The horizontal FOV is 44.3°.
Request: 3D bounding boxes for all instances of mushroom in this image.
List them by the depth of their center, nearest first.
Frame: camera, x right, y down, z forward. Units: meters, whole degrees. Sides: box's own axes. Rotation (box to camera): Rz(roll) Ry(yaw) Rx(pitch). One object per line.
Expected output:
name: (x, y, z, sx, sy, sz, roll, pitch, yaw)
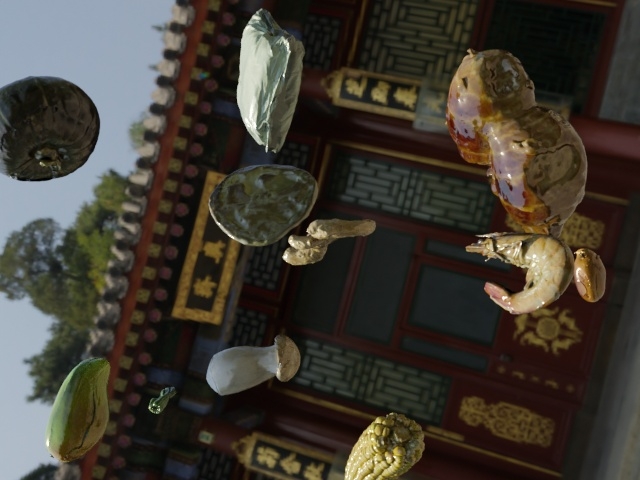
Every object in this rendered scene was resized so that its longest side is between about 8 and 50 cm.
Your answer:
mushroom: (-0.145, 0.261, 1.628, 0.097, 0.212, 0.088, -73, -34, -53)

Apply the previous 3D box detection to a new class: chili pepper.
chili pepper: (-0.292, 0.292, 1.462, 0.091, 0.030, 0.034, -51, -24, -74)

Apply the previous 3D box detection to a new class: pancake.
pancake: (-0.154, -0.100, 2.064, 0.049, 0.294, 0.294, 72, -145, -50)

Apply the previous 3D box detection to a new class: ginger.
ginger: (0.334, -0.155, 1.383, 0.152, 0.357, 0.274, -34, -4, -16)
ginger: (-0.010, -0.002, 1.732, 0.149, 0.259, 0.065, 7, -112, -45)

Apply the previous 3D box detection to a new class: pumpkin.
pumpkin: (-0.543, -0.212, 1.534, 0.238, 0.159, 0.238, -30, -18, -11)

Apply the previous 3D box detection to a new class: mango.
mango: (0.585, 0.078, 1.700, 0.077, 0.063, 0.127, -37, -64, -52)
mango: (-0.517, 0.368, 1.709, 0.111, 0.125, 0.233, -16, 49, 67)

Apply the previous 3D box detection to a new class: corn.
corn: (0.100, 0.376, 1.336, 0.291, 0.101, 0.101, 105, -172, -56)

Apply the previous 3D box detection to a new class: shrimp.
shrimp: (0.223, 0.036, 0.902, 0.045, 0.162, 0.095, 10, -91, -34)

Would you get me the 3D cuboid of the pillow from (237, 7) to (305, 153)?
pillow: (-0.142, -0.420, 2.028, 0.283, 0.138, 0.310, -126, 41, -54)
